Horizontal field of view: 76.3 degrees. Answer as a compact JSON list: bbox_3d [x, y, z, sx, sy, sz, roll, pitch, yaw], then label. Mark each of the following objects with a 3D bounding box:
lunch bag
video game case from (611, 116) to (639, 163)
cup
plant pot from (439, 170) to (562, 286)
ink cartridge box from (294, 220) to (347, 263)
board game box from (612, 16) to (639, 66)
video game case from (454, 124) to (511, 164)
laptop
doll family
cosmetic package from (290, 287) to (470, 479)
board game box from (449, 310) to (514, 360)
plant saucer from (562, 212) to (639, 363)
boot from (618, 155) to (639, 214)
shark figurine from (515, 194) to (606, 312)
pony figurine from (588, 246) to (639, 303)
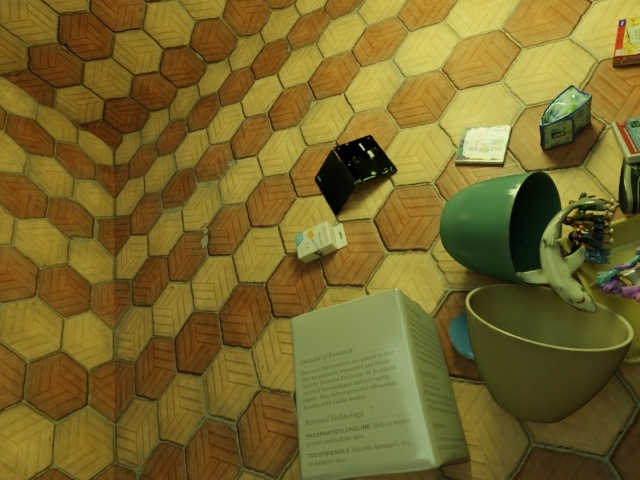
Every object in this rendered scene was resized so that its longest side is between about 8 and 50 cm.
[{"bbox_3d":[0.715,-0.354,1.206,0.151,0.129,0.096,-40,52,9],"label":"lunch bag"},{"bbox_3d":[0.932,-0.279,1.035,0.285,0.025,0.204,-5,37,27],"label":"video game case"},{"bbox_3d":[0.499,0.270,0.948,0.331,0.331,0.237,13,111,36],"label":"cup"},{"bbox_3d":[0.476,-0.036,1.115,0.235,0.293,0.293,6,70,53],"label":"plant pot"},{"bbox_3d":[0.000,0.000,1.527,0.181,0.061,0.104,-25,57,20],"label":"ink cartridge box"},{"bbox_3d":[0.990,-0.599,1.205,0.193,0.045,0.147,7,72,34],"label":"board game box"},{"bbox_3d":[0.545,-0.322,1.369,0.157,0.019,0.143,9,73,34],"label":"video game case"},{"bbox_3d":[0.131,-0.262,1.605,0.264,0.137,0.234,-21,54,-8],"label":"laptop"},{"bbox_3d":[0.657,-0.020,1.015,0.111,0.076,0.193,3,72,28],"label":"doll family"},{"bbox_3d":[0.151,0.389,1.072,0.327,0.329,0.394,-21,57,23],"label":"cosmetic package"},{"bbox_3d":[0.448,0.255,1.140,0.168,0.033,0.133,-35,50,6],"label":"board game box"},{"bbox_3d":[0.812,0.093,0.957,0.332,0.081,0.333,-22,57,23],"label":"plant saucer"},{"bbox_3d":[0.855,-0.149,1.013,0.178,0.085,0.236,8,47,32],"label":"boot"},{"bbox_3d":[0.567,0.021,0.969,0.166,0.116,0.279,5,83,31],"label":"shark figurine"},{"bbox_3d":[0.771,0.077,0.789,0.363,0.303,0.351,-32,17,19],"label":"pony figurine"}]
